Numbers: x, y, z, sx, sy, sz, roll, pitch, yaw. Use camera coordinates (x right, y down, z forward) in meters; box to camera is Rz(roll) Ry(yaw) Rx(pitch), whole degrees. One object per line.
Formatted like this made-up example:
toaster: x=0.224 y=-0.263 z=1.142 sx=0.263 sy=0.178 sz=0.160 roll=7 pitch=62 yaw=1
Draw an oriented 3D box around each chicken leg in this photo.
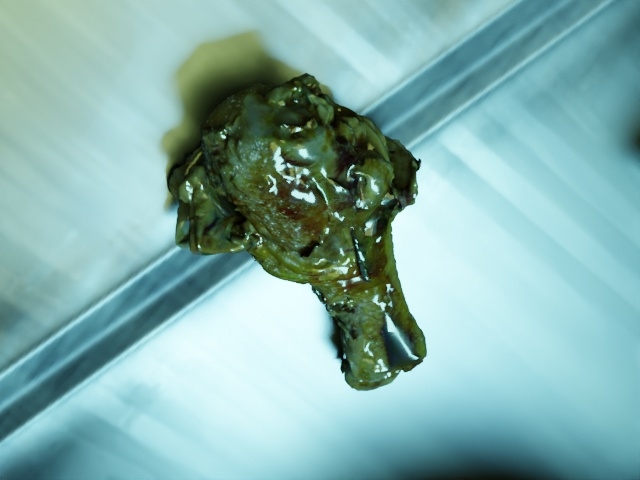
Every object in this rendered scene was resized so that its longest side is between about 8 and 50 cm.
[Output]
chicken leg: x=0.006 y=-0.005 z=0.516 sx=0.125 sy=0.080 sz=0.196 roll=-41 pitch=122 yaw=12
